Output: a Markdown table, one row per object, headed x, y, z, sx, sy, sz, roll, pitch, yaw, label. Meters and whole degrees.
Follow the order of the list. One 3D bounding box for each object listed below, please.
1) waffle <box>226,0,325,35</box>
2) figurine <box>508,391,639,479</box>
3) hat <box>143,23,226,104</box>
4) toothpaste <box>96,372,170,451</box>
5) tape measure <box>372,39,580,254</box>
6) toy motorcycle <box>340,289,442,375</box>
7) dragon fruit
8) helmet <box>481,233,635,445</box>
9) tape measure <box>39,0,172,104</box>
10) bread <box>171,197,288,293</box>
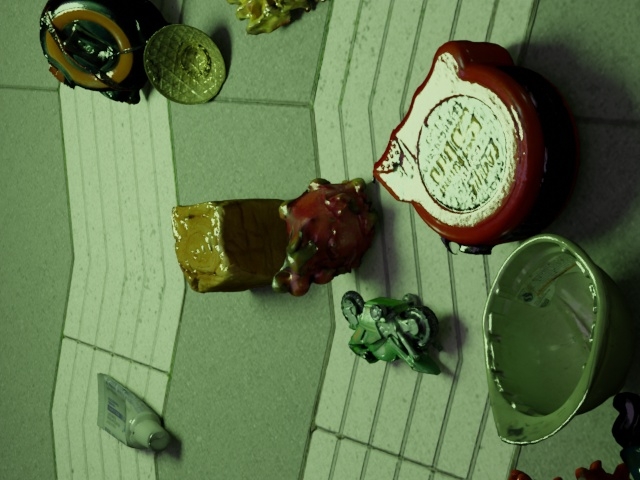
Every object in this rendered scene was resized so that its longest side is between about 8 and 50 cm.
| x | y | z | sx | sy | sz | roll | pitch | yaw | label |
| --- | --- | --- | --- | --- | --- | --- | --- | --- | --- |
| -0.048 | -0.436 | 1.928 | 0.309 | 0.065 | 0.283 | 42 | 121 | 44 | waffle |
| 0.375 | 0.328 | 1.376 | 0.412 | 0.241 | 0.306 | -42 | 84 | 23 | figurine |
| -0.220 | -0.309 | 2.144 | 0.146 | 0.067 | 0.146 | 7 | 121 | 12 | hat |
| -0.357 | 0.329 | 2.346 | 0.282 | 0.068 | 0.099 | 17 | 78 | 55 | toothpaste |
| 0.204 | -0.109 | 1.609 | 0.260 | 0.114 | 0.253 | 49 | 127 | 32 | tape measure |
| 0.095 | 0.131 | 1.787 | 0.190 | 0.074 | 0.106 | 11 | 110 | 48 | toy motorcycle |
| 0.000 | 0.000 | 1.843 | 0.150 | 0.207 | 0.133 | 44 | 156 | -15 | dragon fruit |
| 0.299 | 0.129 | 1.480 | 0.204 | 0.137 | 0.257 | -37 | 42 | 46 | helmet |
| -0.382 | -0.356 | 2.217 | 0.202 | 0.223 | 0.135 | -52 | 17 | 40 | tape measure |
| -0.138 | 0.005 | 2.001 | 0.158 | 0.143 | 0.149 | -18 | 79 | 53 | bread |
